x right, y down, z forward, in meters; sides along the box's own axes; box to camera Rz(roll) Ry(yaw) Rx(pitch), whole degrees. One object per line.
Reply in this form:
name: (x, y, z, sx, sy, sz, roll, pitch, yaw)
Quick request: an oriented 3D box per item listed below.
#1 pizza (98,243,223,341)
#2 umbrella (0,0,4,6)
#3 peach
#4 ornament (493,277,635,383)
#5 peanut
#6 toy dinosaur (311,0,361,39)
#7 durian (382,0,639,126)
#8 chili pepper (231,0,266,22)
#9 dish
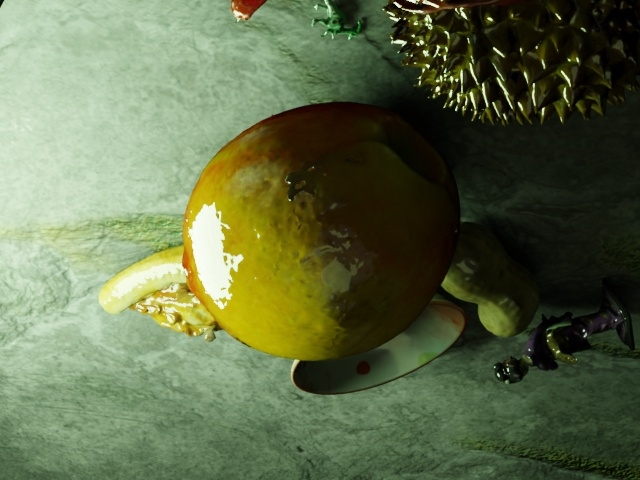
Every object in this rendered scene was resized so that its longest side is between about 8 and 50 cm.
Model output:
pizza: (-0.137, 0.076, 2.393, 0.365, 0.074, 0.182, 0, 131, 10)
umbrella: (-0.411, -0.389, 1.868, 0.118, 0.118, 0.340, 2, 131, 6)
peach: (-0.001, -0.002, 2.104, 0.373, 0.290, 0.372, -22, 159, -9)
ornament: (0.333, 0.146, 2.346, 0.203, 0.088, 0.081, -30, 136, -2)
peanut: (0.230, 0.057, 2.302, 0.098, 0.103, 0.229, -49, 126, -5)
toy dinosaur: (0.023, -0.264, 2.003, 0.062, 0.021, 0.083, 10, 145, -14)
durian: (0.214, -0.284, 1.740, 0.348, 0.347, 0.384, -6, 163, 15)
chili pepper: (-0.058, -0.311, 1.942, 0.027, 0.045, 0.178, 22, 133, -31)
dish: (0.071, 0.120, 2.375, 0.260, 0.085, 0.260, -17, 154, -9)
